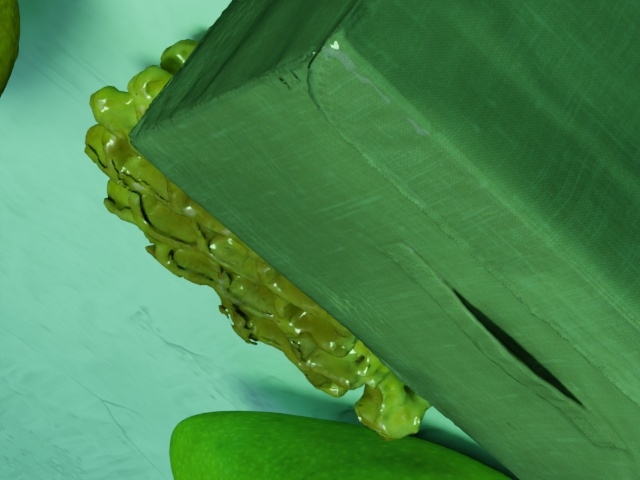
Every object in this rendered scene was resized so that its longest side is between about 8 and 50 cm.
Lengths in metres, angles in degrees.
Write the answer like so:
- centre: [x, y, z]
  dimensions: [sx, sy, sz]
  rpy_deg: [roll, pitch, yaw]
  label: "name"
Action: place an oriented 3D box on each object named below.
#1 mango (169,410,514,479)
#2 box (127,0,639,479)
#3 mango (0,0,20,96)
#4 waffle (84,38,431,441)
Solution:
- centre: [0.037, 0.198, 1.037]
  dimensions: [0.343, 0.156, 0.192]
  rpy_deg: [22, 154, 31]
  label: "mango"
- centre: [0.086, -0.021, 0.518]
  dimensions: [0.231, 0.155, 0.149]
  rpy_deg: [40, 158, -18]
  label: "box"
- centre: [-0.224, -0.081, 0.816]
  dimensions: [0.120, 0.177, 0.295]
  rpy_deg: [27, 174, -14]
  label: "mango"
- centre: [0.000, 0.000, 0.807]
  dimensions: [0.260, 0.069, 0.293]
  rpy_deg: [41, 160, -11]
  label: "waffle"
